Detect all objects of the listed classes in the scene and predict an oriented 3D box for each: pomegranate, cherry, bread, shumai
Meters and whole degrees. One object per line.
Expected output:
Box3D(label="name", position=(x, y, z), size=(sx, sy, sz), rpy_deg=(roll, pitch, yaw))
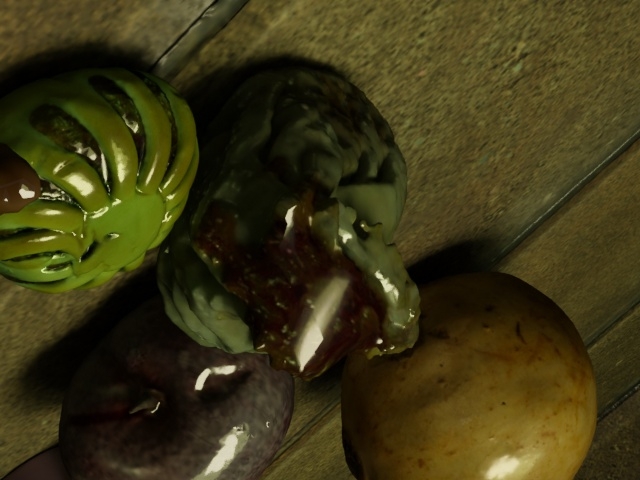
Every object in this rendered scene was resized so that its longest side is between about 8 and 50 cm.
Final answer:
Box3D(label="pomegranate", position=(0.134, 0.157, 1.130), size=(0.260, 0.260, 0.260), rpy_deg=(-31, 158, -14))
Box3D(label="cherry", position=(-0.093, 0.115, 0.827), size=(0.176, 0.140, 0.176), rpy_deg=(-47, 164, -18))
Box3D(label="bread", position=(-0.117, -0.025, 0.607), size=(0.130, 0.071, 0.139), rpy_deg=(-30, 158, -30))
Box3D(label="shumai", position=(0.004, -0.004, 0.696), size=(0.184, 0.142, 0.184), rpy_deg=(-39, 150, -28))

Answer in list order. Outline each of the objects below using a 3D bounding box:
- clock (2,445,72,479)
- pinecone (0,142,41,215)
Box3D(label="clock", position=(-0.187, 0.200, 0.974), size=(0.110, 0.050, 0.152), rpy_deg=(-41, 159, 9))
Box3D(label="pinecone", position=(-0.206, -0.020, 0.268), size=(0.309, 0.244, 0.244), rpy_deg=(19, 123, -42))
